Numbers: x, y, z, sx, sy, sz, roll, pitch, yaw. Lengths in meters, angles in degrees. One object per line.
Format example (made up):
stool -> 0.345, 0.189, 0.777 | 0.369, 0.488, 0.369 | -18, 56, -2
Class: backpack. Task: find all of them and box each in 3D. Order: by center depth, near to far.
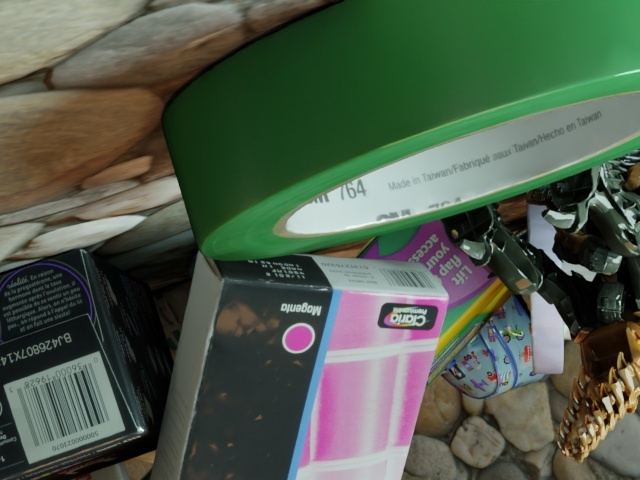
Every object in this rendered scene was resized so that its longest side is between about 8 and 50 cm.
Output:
backpack -> 0.145, 0.092, 1.902 | 0.117, 0.173, 0.158 | -35, -179, -27

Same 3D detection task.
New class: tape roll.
tape roll -> 0.076, -0.074, 1.013 | 0.321, 0.077, 0.321 | -17, 173, -2

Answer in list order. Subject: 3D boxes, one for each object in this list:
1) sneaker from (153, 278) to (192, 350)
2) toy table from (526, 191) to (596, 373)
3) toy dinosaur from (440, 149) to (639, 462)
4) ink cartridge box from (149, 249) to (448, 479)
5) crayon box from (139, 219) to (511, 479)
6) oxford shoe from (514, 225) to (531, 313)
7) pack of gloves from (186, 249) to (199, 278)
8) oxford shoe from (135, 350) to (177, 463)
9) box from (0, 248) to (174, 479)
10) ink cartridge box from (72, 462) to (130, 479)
sneaker -> -0.145, 0.077, 1.655 | 0.075, 0.057, 0.161 | -19, 177, -33
toy table -> 0.263, 0.032, 1.645 | 0.160, 0.252, 0.274 | -2, -175, 5
toy dinosaur -> 0.209, 0.010, 1.318 | 0.164, 0.218, 0.322 | -36, -151, 18
ink cartridge box -> -0.036, 0.185, 1.366 | 0.175, 0.371, 0.069 | 4, -155, -23
crayon box -> 0.006, 0.127, 1.562 | 0.363, 0.106, 0.313 | -47, 171, 6
oxford shoe -> 0.366, -0.005, 1.923 | 0.397, 0.141, 0.146 | -22, 164, 18
pack of gloves -> 0.000, 0.000, 1.481 | 0.195, 0.046, 0.232 | -14, 172, -16
oxford shoe -> -0.201, 0.154, 1.881 | 0.169, 0.130, 0.449 | 14, 176, 31
box -> -0.208, 0.110, 1.431 | 0.165, 0.143, 0.270 | -19, 173, 2
ink cartridge box -> -0.398, 0.326, 2.043 | 0.394, 0.166, 0.285 | -15, -157, -7
